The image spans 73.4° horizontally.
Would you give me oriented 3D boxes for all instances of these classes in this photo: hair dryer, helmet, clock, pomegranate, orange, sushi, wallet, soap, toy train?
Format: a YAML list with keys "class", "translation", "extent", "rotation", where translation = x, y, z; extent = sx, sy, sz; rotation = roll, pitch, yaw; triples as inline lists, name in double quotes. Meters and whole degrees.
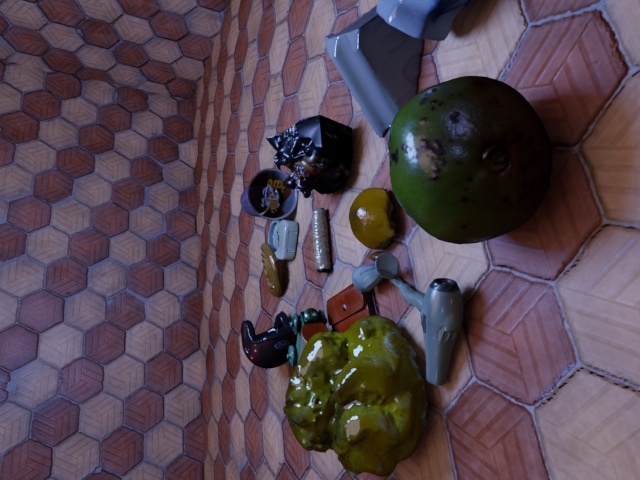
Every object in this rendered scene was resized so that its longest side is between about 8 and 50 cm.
- class: "hair dryer"
  translation: [0.232, 0.196, 0.971]
  extent: [0.267, 0.092, 0.229]
  rotation: [167, 99, -74]
- class: "helmet"
  translation: [-0.187, 0.365, 1.562]
  extent: [0.216, 0.189, 0.193]
  rotation: [-13, 85, 56]
- class: "clock"
  translation: [-0.154, -0.012, 1.678]
  extent: [0.191, 0.062, 0.151]
  rotation: [21, 106, 60]
- class: "pomegranate"
  translation: [0.232, -0.145, 0.781]
  extent: [0.323, 0.290, 0.291]
  rotation: [27, 110, 59]
- class: "orange"
  translation: [0.132, -0.059, 1.129]
  extent: [0.170, 0.112, 0.160]
  rotation: [-112, 36, -57]
- class: "sushi"
  translation: [-0.013, -0.241, 1.339]
  extent: [0.227, 0.215, 0.212]
  rotation: [-10, 82, 39]
- class: "wallet"
  translation: [0.087, 0.202, 1.234]
  extent: [0.204, 0.045, 0.142]
  rotation: [-43, 50, 51]
- class: "soap"
  translation: [0.198, -0.462, 1.120]
  extent: [0.302, 0.258, 0.159]
  rotation: [55, 161, -24]
- class: "toy train"
  translation: [-0.031, 0.341, 1.309]
  extent: [0.177, 0.116, 0.285]
  rotation: [-111, 24, -49]

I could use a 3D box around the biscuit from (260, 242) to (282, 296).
- class: "biscuit"
  translation: [-0.190, 0.131, 1.688]
  extent: [0.144, 0.033, 0.224]
  rotation: [33, 135, 57]

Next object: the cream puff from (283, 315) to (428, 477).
- class: "cream puff"
  translation: [0.060, 0.373, 1.029]
  extent: [0.378, 0.275, 0.378]
  rotation: [-16, 71, 58]

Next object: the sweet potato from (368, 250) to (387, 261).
- class: "sweet potato"
  translation: [0.163, 0.047, 1.130]
  extent: [0.095, 0.034, 0.034]
  rotation: [13, 98, 50]

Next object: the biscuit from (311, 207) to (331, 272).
- class: "biscuit"
  translation: [0.000, 0.000, 1.406]
  extent: [0.061, 0.055, 0.219]
  rotation: [144, 124, -67]

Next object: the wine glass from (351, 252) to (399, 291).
- class: "wine glass"
  translation: [0.140, 0.081, 1.097]
  extent: [0.155, 0.073, 0.073]
  rotation: [134, 133, -63]

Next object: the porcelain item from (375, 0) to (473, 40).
- class: "porcelain item"
  translation: [0.265, -0.607, 0.812]
  extent: [0.178, 0.242, 0.405]
  rotation: [47, 133, 21]

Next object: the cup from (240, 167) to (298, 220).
- class: "cup"
  translation: [-0.227, -0.172, 1.726]
  extent: [0.288, 0.203, 0.203]
  rotation: [178, 95, -67]
